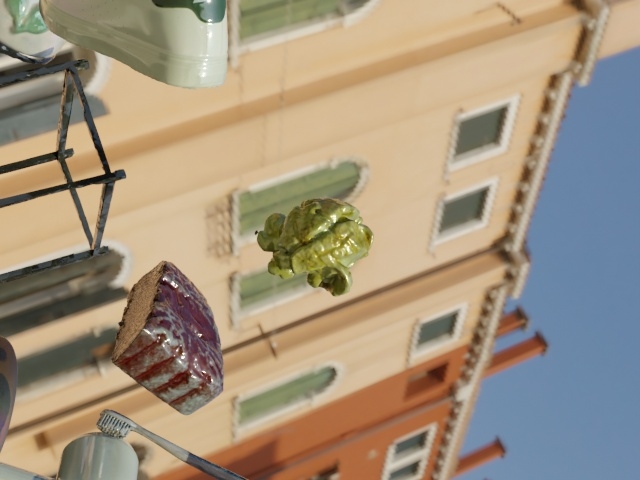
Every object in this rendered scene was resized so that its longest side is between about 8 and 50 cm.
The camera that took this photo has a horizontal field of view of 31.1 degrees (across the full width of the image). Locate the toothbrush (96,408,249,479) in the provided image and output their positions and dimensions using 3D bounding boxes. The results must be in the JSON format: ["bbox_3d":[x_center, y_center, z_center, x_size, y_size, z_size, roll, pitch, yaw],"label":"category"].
[{"bbox_3d":[-0.147,0.280,1.432,0.288,0.026,0.024,26,-41,-1],"label":"toothbrush"}]

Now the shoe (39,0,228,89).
[{"bbox_3d":[-0.246,-0.324,1.485,0.363,0.131,0.160,31,-59,38],"label":"shoe"}]

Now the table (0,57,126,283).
[{"bbox_3d":[-0.495,-0.097,1.892,0.222,0.272,0.335,68,-22,15],"label":"table"}]

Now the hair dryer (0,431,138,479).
[{"bbox_3d":[-0.404,0.293,1.459,0.107,0.357,0.173,-53,-157,30],"label":"hair dryer"}]

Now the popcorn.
[{"bbox_3d":[0.000,0.000,1.612,0.162,0.141,0.136,37,-50,33],"label":"popcorn"}]

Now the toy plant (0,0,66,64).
[{"bbox_3d":[-0.419,-0.468,1.814,0.332,0.247,0.247,-41,-117,24],"label":"toy plant"}]

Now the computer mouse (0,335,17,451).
[{"bbox_3d":[-0.512,0.284,1.637,0.071,0.310,0.158,20,1,17],"label":"computer mouse"}]

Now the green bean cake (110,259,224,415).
[{"bbox_3d":[-0.231,0.131,1.726,0.198,0.097,0.233,48,16,-35],"label":"green bean cake"}]
